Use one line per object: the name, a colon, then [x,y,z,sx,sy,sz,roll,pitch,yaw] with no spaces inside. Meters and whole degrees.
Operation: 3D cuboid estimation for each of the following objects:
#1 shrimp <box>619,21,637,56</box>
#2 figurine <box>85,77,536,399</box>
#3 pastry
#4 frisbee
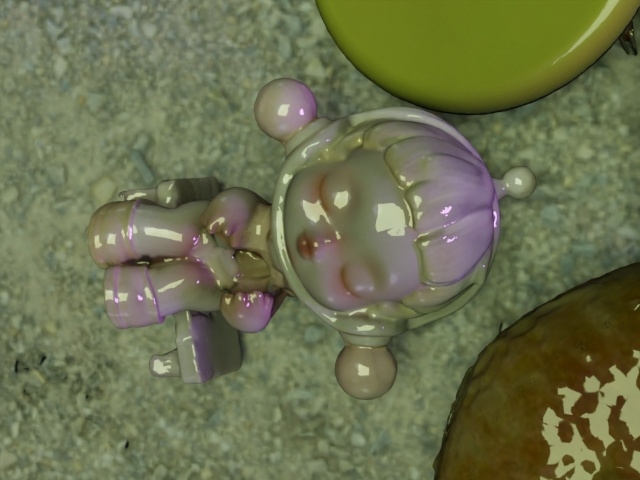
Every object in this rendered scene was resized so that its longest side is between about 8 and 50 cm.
shrimp: [0.186,-0.158,0.722,0.038,0.029,0.092,-18,94,8]
figurine: [0.004,0.006,0.734,0.257,0.144,0.182,-10,70,18]
pastry: [0.208,0.171,0.676,0.330,0.136,0.329,1,93,13]
frisbee: [0.091,-0.193,0.720,0.236,0.017,0.236,0,90,30]
